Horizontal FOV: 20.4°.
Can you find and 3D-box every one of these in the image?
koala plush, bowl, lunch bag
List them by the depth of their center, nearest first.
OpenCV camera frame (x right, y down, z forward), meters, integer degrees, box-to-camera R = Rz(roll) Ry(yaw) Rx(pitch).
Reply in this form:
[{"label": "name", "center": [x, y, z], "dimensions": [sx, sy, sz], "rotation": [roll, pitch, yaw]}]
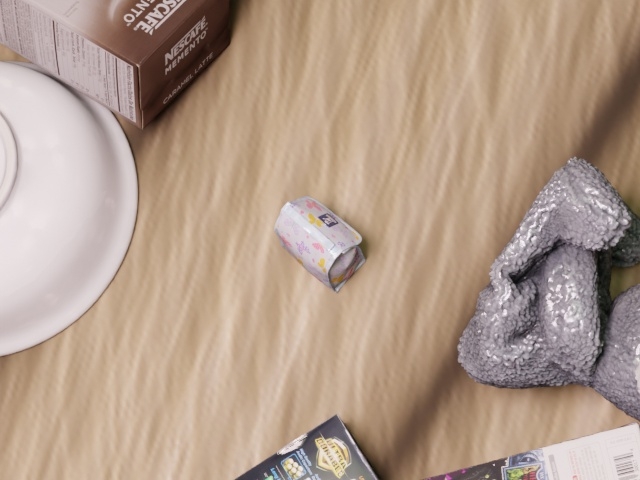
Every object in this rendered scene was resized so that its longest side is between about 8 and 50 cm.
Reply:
[{"label": "koala plush", "center": [0.251, 0.080, 1.478], "dimensions": [0.221, 0.196, 0.203], "rotation": [35, 94, 17]}, {"label": "lunch bag", "center": [0.000, 0.000, 1.587], "dimensions": [0.071, 0.083, 0.053], "rotation": [40, 84, 18]}, {"label": "bowl", "center": [-0.326, -0.048, 1.631], "dimensions": [0.298, 0.134, 0.298], "rotation": [-2, 74, 8]}]

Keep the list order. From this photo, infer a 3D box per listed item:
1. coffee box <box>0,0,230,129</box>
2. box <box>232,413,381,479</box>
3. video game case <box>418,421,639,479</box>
[{"label": "coffee box", "center": [-0.221, -0.231, 1.663], "dimensions": [0.246, 0.098, 0.141], "rotation": [31, 59, 16]}, {"label": "box", "center": [0.000, 0.286, 1.520], "dimensions": [0.175, 0.051, 0.220], "rotation": [-33, 71, -1]}, {"label": "video game case", "center": [0.183, 0.281, 1.420], "dimensions": [0.210, 0.042, 0.232], "rotation": [-17, 62, 11]}]
